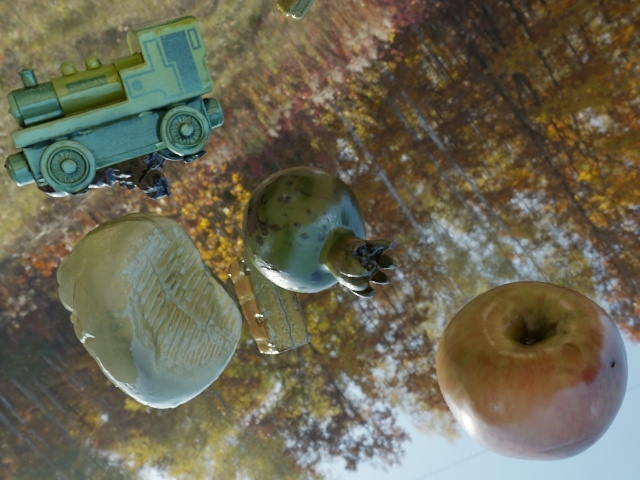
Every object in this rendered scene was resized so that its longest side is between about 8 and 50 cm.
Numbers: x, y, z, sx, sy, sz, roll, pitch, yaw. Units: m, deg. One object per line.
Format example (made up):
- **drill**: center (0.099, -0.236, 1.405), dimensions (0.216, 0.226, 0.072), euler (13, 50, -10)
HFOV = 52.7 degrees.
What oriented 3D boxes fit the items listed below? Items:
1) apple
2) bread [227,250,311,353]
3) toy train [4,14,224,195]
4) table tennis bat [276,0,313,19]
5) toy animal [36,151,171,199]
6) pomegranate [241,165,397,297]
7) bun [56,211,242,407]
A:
- **apple**: center (0.447, 0.287, 1.399), dimensions (0.392, 0.346, 0.391), euler (-8, -144, 6)
- **bread**: center (-0.121, 0.137, 1.478), dimensions (0.111, 0.239, 0.246), euler (-21, 178, -15)
- **toy train**: center (-0.352, -0.217, 1.078), dimensions (0.369, 0.237, 0.150), euler (-22, -162, -19)
- **table tennis bat**: center (0.035, -0.495, 1.042), dimensions (0.321, 0.050, 0.198), euler (-54, -166, 5)
- **toy animal**: center (-0.478, -0.173, 1.448), dimensions (0.343, 0.106, 0.168), euler (1, -125, 17)
- **pomegranate**: center (0.005, 0.004, 1.170), dimensions (0.242, 0.306, 0.242), euler (-46, 158, -24)
- **bun**: center (-0.198, 0.077, 0.732), dimensions (0.145, 0.229, 0.229), euler (-14, -159, 24)
